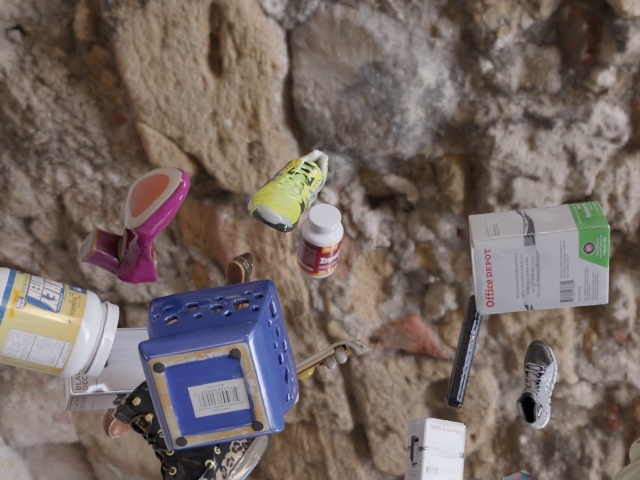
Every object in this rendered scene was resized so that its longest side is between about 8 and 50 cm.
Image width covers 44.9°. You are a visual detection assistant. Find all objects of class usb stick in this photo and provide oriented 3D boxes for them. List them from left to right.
[{"bbox_3d":[0.347,0.267,1.858,0.077,0.045,0.278,82,23,-71],"label":"usb stick"}]

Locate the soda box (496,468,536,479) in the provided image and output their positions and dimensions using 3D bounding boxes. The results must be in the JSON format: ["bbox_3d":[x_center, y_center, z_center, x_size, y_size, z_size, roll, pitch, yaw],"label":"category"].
[{"bbox_3d":[0.368,0.544,1.612,0.058,0.183,0.063,-137,-140,-54],"label":"soda box"}]

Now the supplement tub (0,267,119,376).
[{"bbox_3d":[-0.438,0.135,1.231,0.144,0.200,0.144,-47,-147,44],"label":"supplement tub"}]

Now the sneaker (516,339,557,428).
[{"bbox_3d":[0.548,0.367,1.972,0.132,0.086,0.228,17,73,-60],"label":"sneaker"}]

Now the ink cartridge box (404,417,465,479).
[{"bbox_3d":[0.217,0.409,1.463,0.056,0.099,0.135,-21,-123,58],"label":"ink cartridge box"}]

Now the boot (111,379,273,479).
[{"bbox_3d":[-0.303,0.430,1.532,0.377,0.284,0.138,-42,177,-36],"label":"boot"}]

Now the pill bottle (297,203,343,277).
[{"bbox_3d":[0.000,0.000,1.584,0.152,0.086,0.086,99,7,-48],"label":"pill bottle"}]

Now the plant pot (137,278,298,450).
[{"bbox_3d":[-0.173,0.220,1.325,0.212,0.236,0.235,-90,169,-74],"label":"plant pot"}]

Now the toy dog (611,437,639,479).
[{"bbox_3d":[0.750,0.468,1.554,0.408,0.396,0.284,88,-14,-62],"label":"toy dog"}]

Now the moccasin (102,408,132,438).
[{"bbox_3d":[-0.438,0.473,2.231,0.380,0.147,0.139,-16,133,-32],"label":"moccasin"}]

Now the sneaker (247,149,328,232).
[{"bbox_3d":[-0.080,-0.142,2.029,0.147,0.145,0.384,-61,180,26],"label":"sneaker"}]

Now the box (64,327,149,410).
[{"bbox_3d":[-0.440,0.294,1.793,0.087,0.290,0.169,121,-36,-50],"label":"box"}]

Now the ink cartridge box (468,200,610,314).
[{"bbox_3d":[0.481,0.040,1.725,0.121,0.289,0.211,-82,164,-56],"label":"ink cartridge box"}]

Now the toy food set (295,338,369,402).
[{"bbox_3d":[-0.009,0.375,2.190,0.092,0.306,0.220,62,7,9],"label":"toy food set"}]

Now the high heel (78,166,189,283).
[{"bbox_3d":[-0.323,-0.024,1.559,0.181,0.377,0.127,23,55,-34],"label":"high heel"}]

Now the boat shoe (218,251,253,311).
[{"bbox_3d":[-0.222,0.122,2.080,0.073,0.073,0.207,-45,163,-50],"label":"boat shoe"}]
